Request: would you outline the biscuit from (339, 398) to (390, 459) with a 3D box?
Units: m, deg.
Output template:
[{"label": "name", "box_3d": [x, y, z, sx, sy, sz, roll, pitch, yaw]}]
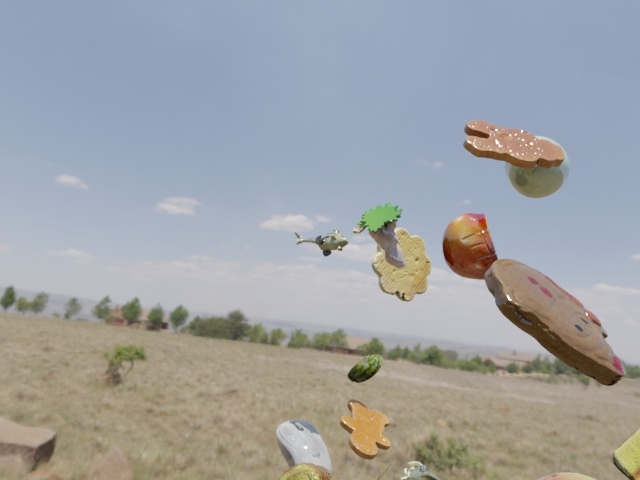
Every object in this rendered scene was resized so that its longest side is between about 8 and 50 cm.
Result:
[{"label": "biscuit", "box_3d": [0.131, 0.570, 1.600, 0.165, 0.036, 0.250, 27, 15, 1]}]

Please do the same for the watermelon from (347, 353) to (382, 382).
[{"label": "watermelon", "box_3d": [0.179, 0.508, 2.091, 0.163, 0.069, 0.087, -37, -31, 2]}]

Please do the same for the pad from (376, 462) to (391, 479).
[{"label": "pad", "box_3d": [0.133, 0.801, 1.660, 0.003, 0.235, 0.158, 37, 26, 22]}]

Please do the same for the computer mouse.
[{"label": "computer mouse", "box_3d": [-0.061, 0.843, 2.150, 0.184, 0.297, 0.121, 0, -44, -30]}]

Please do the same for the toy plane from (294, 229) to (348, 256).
[{"label": "toy plane", "box_3d": [0.000, 0.000, 2.213, 0.286, 0.108, 0.092, -3, -47, 39]}]

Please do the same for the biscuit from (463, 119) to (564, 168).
[{"label": "biscuit", "box_3d": [0.632, -0.307, 1.768, 0.333, 0.202, 0.047, 12, -46, 1]}]

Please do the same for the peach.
[{"label": "peach", "box_3d": [0.612, 0.037, 2.161, 0.248, 0.275, 0.245, 8, -35, -43]}]

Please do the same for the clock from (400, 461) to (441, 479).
[{"label": "clock", "box_3d": [0.358, 0.924, 1.815, 0.120, 0.276, 0.379, -32, 6, 33]}]

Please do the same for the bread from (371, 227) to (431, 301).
[{"label": "bread", "box_3d": [0.341, 0.102, 2.262, 0.316, 0.316, 0.054, 12, -13, -26]}]

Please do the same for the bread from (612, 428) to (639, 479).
[{"label": "bread", "box_3d": [0.880, 0.520, 1.289, 0.163, 0.264, 0.168, 26, 20, -22]}]

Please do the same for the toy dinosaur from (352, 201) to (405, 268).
[{"label": "toy dinosaur", "box_3d": [0.217, -0.024, 1.724, 0.194, 0.152, 0.177, 43, -20, 39]}]

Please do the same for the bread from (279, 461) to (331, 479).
[{"label": "bread", "box_3d": [-0.047, 0.706, 1.556, 0.132, 0.103, 0.172, -26, -29, 2]}]

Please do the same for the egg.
[{"label": "egg", "box_3d": [0.818, -0.278, 2.033, 0.230, 0.230, 0.371, 1, -4, 27]}]

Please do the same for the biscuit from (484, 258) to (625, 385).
[{"label": "biscuit", "box_3d": [0.572, 0.185, 1.303, 0.381, 0.074, 0.359, 45, 30, 25]}]

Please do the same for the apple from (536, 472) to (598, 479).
[{"label": "apple", "box_3d": [0.714, 0.831, 1.493, 0.277, 0.348, 0.348, -24, 5, -27]}]
